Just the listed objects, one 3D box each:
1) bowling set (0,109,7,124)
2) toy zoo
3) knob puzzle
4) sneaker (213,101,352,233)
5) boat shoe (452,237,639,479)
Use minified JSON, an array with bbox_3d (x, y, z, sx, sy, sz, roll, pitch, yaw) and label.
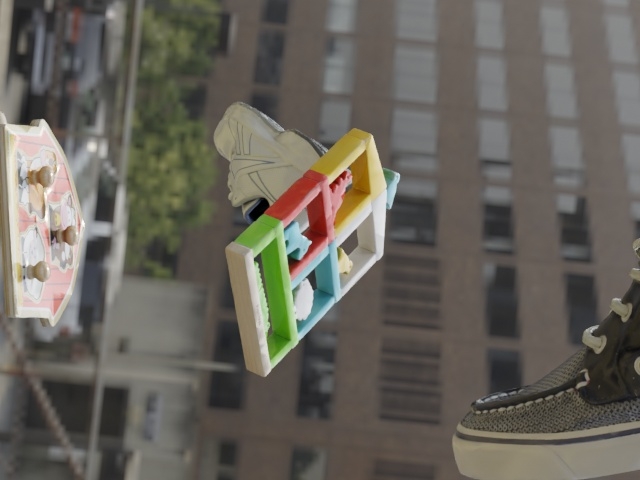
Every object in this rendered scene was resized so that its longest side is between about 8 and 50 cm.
[{"bbox_3d":[-0.466,-0.049,2.108,0.200,0.287,0.154,34,46,-83],"label":"bowling set"},{"bbox_3d":[0.000,0.000,2.106,0.293,0.030,0.192,-45,144,-35],"label":"toy zoo"},{"bbox_3d":[-0.246,-0.017,1.662,0.213,0.030,0.213,-4,90,-78],"label":"knob puzzle"},{"bbox_3d":[-0.076,-0.089,2.289,0.129,0.111,0.297,-54,-152,-3],"label":"sneaker"},{"bbox_3d":[0.220,0.054,1.131,0.127,0.340,0.158,-17,93,-56],"label":"boat shoe"}]
